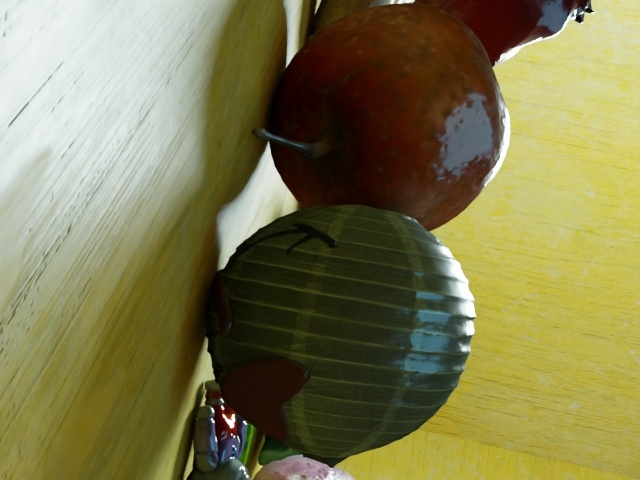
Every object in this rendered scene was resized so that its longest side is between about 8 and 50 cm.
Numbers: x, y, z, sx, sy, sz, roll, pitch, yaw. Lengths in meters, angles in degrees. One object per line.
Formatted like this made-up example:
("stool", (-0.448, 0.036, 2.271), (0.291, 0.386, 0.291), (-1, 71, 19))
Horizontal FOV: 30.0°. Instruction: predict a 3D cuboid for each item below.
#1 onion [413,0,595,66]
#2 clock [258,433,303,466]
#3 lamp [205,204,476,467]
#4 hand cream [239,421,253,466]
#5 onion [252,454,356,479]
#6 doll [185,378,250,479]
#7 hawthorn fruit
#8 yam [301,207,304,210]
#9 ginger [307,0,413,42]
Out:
("onion", (0.197, -0.360, 1.687), (0.341, 0.341, 0.341), (12, 90, -85))
("clock", (-0.021, 0.186, 1.755), (0.223, 0.094, 0.274), (-63, 162, -74))
("lamp", (0.016, 0.082, 1.052), (0.265, 0.233, 0.233), (21, 81, -72))
("hand cream", (-0.096, 0.253, 1.423), (0.036, 0.023, 0.122), (-90, -172, -50))
("onion", (0.005, 0.416, 1.611), (0.349, 0.159, 0.267), (-22, 129, -59))
("doll", (-0.098, 0.244, 1.114), (0.102, 0.075, 0.227), (30, 60, -68))
("hawthorn fruit", (0.056, -0.105, 1.188), (0.235, 0.263, 0.231), (60, -12, -26))
("yam", (0.057, -0.122, 1.697), (0.129, 0.128, 0.238), (-23, -139, 43))
("ginger", (0.085, -0.377, 1.327), (0.348, 0.122, 0.363), (-48, 137, -30))
